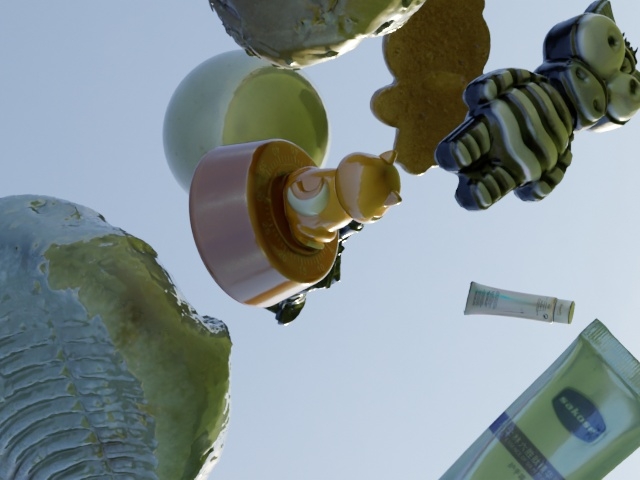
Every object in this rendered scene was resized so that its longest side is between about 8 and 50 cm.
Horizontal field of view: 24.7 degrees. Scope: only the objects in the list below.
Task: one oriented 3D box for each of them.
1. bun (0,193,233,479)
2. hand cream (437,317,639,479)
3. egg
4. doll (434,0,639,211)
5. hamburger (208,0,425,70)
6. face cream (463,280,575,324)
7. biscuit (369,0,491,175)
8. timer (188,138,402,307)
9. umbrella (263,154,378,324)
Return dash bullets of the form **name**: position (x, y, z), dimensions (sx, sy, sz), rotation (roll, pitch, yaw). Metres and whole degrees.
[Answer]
- **bun**: position (-0.224, 0.118, 1.379), dimensions (0.194, 0.354, 0.354), rotation (-41, -57, -51)
- **hand cream**: position (0.158, 0.215, 1.260), dimensions (0.109, 0.320, 0.067), rotation (49, -175, 25)
- **egg**: position (-0.082, -0.117, 1.620), dimensions (0.254, 0.188, 0.189), rotation (-84, -14, -81)
- **doll**: position (0.159, -0.092, 0.986), dimensions (0.219, 0.067, 0.091), rotation (-38, -77, -36)
- **hamburger**: position (-0.001, -0.277, 1.105), dimensions (0.285, 0.134, 0.265), rotation (-67, 31, 32)
- **face cream**: position (0.203, 0.066, 1.499), dimensions (0.020, 0.115, 0.038), rotation (47, -125, -61)
- **biscuit**: position (0.137, -0.190, 1.716), dimensions (0.036, 0.166, 0.226), rotation (-111, 13, -71)
- **timer**: position (-0.003, -0.028, 1.112), dimensions (0.132, 0.152, 0.132), rotation (29, -127, -48)
- **umbrella**: position (0.001, 0.002, 1.489), dimensions (0.080, 0.224, 0.071), rotation (32, -147, -14)
